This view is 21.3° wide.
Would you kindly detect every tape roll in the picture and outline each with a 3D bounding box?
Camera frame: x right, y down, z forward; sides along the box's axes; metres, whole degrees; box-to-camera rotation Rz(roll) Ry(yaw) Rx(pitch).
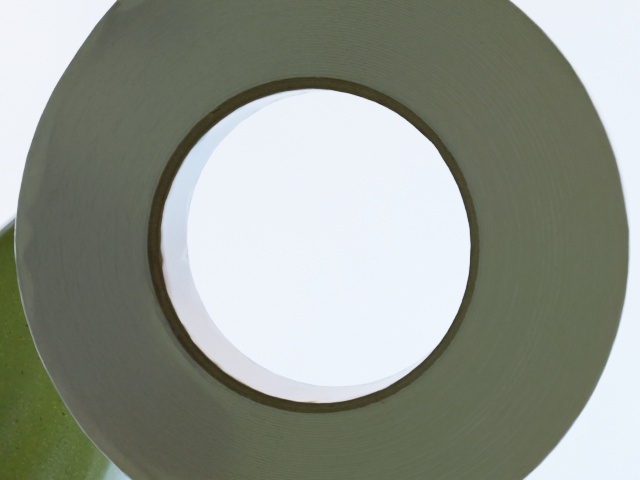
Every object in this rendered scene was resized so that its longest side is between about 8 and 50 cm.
[{"bbox_3d":[0.000,0.000,1.077,0.392,0.072,0.392,1,-85,11],"label":"tape roll"}]

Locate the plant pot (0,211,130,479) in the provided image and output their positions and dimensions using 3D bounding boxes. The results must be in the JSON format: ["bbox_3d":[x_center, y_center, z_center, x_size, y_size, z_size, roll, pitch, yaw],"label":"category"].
[{"bbox_3d":[-0.237,0.117,1.375,0.275,0.275,0.293,37,-76,16],"label":"plant pot"}]
